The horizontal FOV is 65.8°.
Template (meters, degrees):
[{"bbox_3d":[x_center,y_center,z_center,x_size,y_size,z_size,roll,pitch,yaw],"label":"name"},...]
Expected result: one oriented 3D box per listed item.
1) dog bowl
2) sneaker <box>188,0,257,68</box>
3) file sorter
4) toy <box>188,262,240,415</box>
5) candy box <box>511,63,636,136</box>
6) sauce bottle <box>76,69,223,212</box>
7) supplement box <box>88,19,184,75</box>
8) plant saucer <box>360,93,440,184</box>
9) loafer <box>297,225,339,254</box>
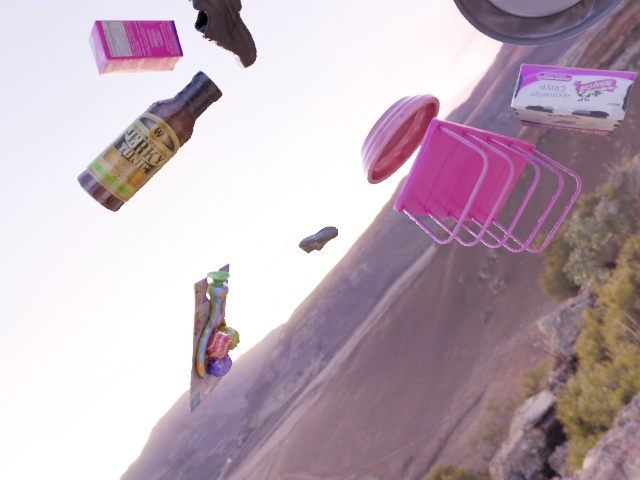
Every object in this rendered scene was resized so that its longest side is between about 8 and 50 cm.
[{"bbox_3d":[0.397,-0.537,0.881,0.349,0.348,0.102,-49,4,32],"label":"dog bowl"},{"bbox_3d":[-0.256,-0.554,1.292,0.130,0.109,0.286,-34,-28,-6],"label":"sneaker"},{"bbox_3d":[0.343,-0.095,1.003,0.290,0.182,0.202,5,-60,-30],"label":"file sorter"},{"bbox_3d":[-0.175,0.170,0.866,0.137,0.056,0.238,-41,-44,-71],"label":"toy"},{"bbox_3d":[0.421,-0.231,0.834,0.233,0.159,0.071,-12,-66,-64],"label":"candy box"},{"bbox_3d":[-0.349,-0.213,1.036,0.344,0.111,0.111,-47,-6,-2],"label":"sauce bottle"},{"bbox_3d":[-0.516,-0.543,1.391,0.219,0.114,0.111,-16,1,-34],"label":"supplement box"},{"bbox_3d":[0.238,-0.328,1.559,0.332,0.084,0.332,-42,-16,-15],"label":"plant saucer"},{"bbox_3d":[0.000,0.000,1.482,0.147,0.050,0.056,-20,29,35],"label":"loafer"}]
